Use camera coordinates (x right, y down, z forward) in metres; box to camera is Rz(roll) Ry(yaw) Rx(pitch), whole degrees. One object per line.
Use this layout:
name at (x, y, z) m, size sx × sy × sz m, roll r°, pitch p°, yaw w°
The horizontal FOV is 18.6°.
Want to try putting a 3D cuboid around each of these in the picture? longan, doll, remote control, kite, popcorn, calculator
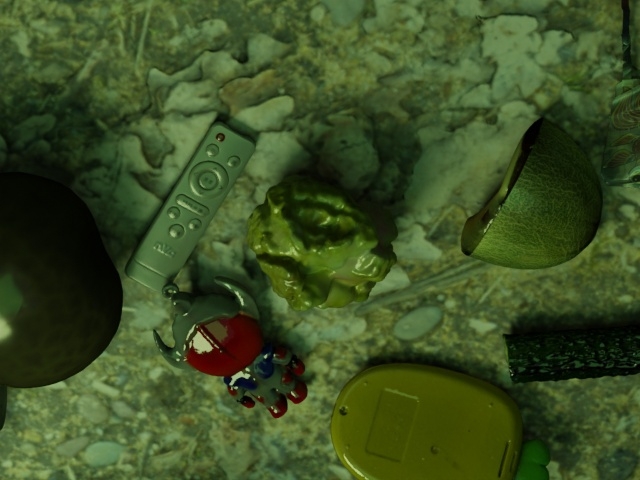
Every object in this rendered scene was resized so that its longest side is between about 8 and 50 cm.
longan at (-0.290, 0.041, 1.855) m, size 0.198 × 0.198 × 0.212 m, roll -27°, pitch 128°, yaw 12°
doll at (-0.089, 0.105, 1.956) m, size 0.104 × 0.062 × 0.194 m, roll -28°, pitch 122°, yaw 31°
remote control at (-0.128, -0.033, 1.908) m, size 0.050 × 0.027 × 0.184 m, roll 29°, pitch 107°, yaw -15°
kite at (0.329, -0.151, 1.861) m, size 0.127 × 0.016 × 0.229 m, roll -6°, pitch 119°, yaw -1°
popcorn at (0.000, 0.000, 1.870) m, size 0.145 × 0.126 × 0.126 m, roll 4°, pitch 126°, yaw -29°
calculator at (0.125, 0.205, 1.981) m, size 0.235 × 0.032 × 0.146 m, roll 16°, pitch 80°, yaw -5°

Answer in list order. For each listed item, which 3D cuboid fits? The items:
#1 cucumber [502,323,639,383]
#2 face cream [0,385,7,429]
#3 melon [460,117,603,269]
cucumber at (0.278, 0.111, 1.964) m, size 0.187 × 0.058 × 0.058 m, roll -4°, pitch 115°, yaw 0°
face cream at (-0.427, 0.149, 1.953) m, size 0.214 × 0.096 × 0.096 m, roll -4°, pitch 116°, yaw 2°
melon at (0.214, -0.025, 1.883) m, size 0.128 × 0.079 × 0.160 m, roll 23°, pitch 113°, yaw -9°
